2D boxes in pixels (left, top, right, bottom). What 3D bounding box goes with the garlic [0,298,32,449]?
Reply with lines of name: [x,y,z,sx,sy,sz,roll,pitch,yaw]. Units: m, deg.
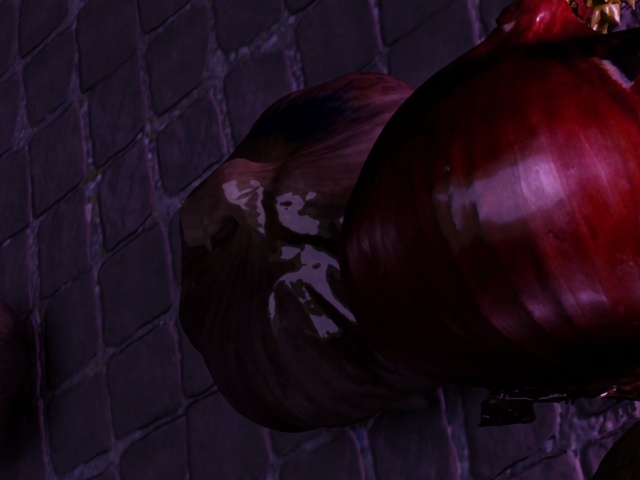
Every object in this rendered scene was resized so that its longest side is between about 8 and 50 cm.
garlic: [-0.287,0.110,1.498,0.159,0.102,0.147,-119,44,-55]

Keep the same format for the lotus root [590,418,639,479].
lotus root: [0.207,0.123,0.919,0.209,0.120,0.120,-43,47,37]

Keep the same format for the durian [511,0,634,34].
durian: [0.143,-0.283,1.155,0.172,0.166,0.306,-23,60,6]

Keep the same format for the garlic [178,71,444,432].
garlic: [0.000,0.000,1.170,0.245,0.160,0.245,-23,53,33]

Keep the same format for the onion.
onion: [0.132,-0.048,0.961,0.273,0.273,0.285,-20,82,43]
